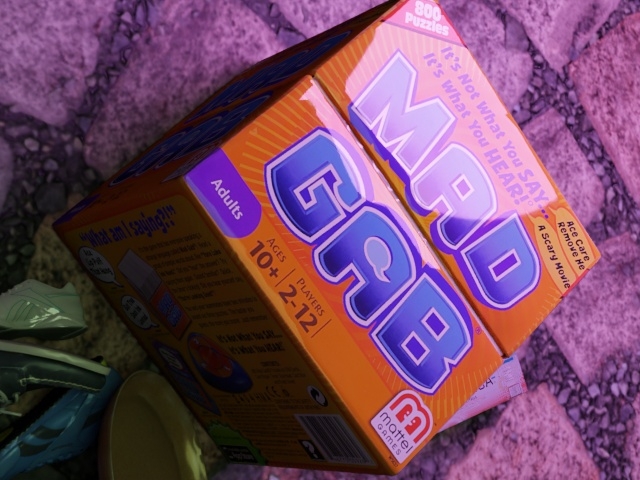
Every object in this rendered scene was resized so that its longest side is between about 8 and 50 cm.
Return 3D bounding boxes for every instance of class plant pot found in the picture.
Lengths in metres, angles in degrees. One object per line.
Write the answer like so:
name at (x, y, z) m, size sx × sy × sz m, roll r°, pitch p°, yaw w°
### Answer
plant pot at (-0.181, 0.257, 1.421) m, size 0.236 × 0.032 × 0.236 m, roll -14°, pitch 90°, yaw -73°

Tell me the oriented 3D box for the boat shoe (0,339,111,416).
boat shoe at (-0.346, 0.136, 1.355) m, size 0.255 × 0.095 × 0.079 m, roll 11°, pitch 79°, yaw -14°

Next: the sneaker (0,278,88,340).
sneaker at (-0.328, 0.075, 1.425) m, size 0.152 × 0.054 × 0.061 m, roll 2°, pitch 67°, yaw -33°

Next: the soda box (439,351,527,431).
soda box at (0.174, 0.196, 1.690) m, size 0.183 × 0.063 × 0.058 m, roll -18°, pitch 93°, yaw -31°

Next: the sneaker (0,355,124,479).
sneaker at (-0.287, 0.215, 1.415) m, size 0.209 × 0.069 × 0.082 m, roll -40°, pitch 107°, yaw -28°

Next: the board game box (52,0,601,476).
board game box at (0.000, 0.000, 1.443) m, size 0.356 × 0.356 × 0.356 m, roll -42°, pitch 105°, yaw -27°
